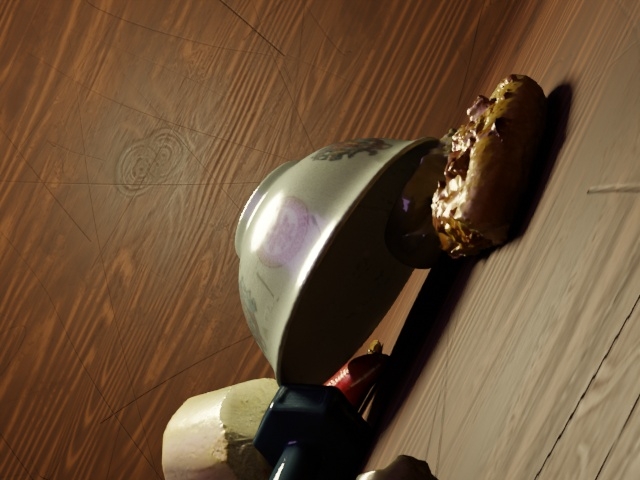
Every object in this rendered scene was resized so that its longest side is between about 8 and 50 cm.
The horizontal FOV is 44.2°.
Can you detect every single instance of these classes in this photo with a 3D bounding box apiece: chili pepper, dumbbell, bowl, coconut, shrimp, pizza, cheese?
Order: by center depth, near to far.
[{"bbox_3d":[0.177,-0.072,0.883,0.336,0.086,0.226,-63,-2,-54],"label":"pizza"},{"bbox_3d":[-0.044,0.322,0.975,0.143,0.156,0.316,-30,17,30],"label":"dumbbell"},{"bbox_3d":[0.153,-0.043,1.051,0.202,0.091,0.175,-48,-18,-47],"label":"cheese"},{"bbox_3d":[0.000,0.000,1.193,0.435,0.196,0.435,-46,-24,-27],"label":"bowl"},{"bbox_3d":[-0.122,0.344,1.219,0.244,0.239,0.239,-25,21,33],"label":"coconut"},{"bbox_3d":[0.008,0.324,1.338,0.137,0.091,0.369,-113,44,-73],"label":"chili pepper"},{"bbox_3d":[0.093,0.233,1.517,0.091,0.025,0.127,-64,-7,-5],"label":"shrimp"}]

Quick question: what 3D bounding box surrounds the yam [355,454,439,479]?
[{"bbox_3d":[0.005,0.244,0.388,0.071,0.067,0.317,-48,11,44],"label":"yam"}]
